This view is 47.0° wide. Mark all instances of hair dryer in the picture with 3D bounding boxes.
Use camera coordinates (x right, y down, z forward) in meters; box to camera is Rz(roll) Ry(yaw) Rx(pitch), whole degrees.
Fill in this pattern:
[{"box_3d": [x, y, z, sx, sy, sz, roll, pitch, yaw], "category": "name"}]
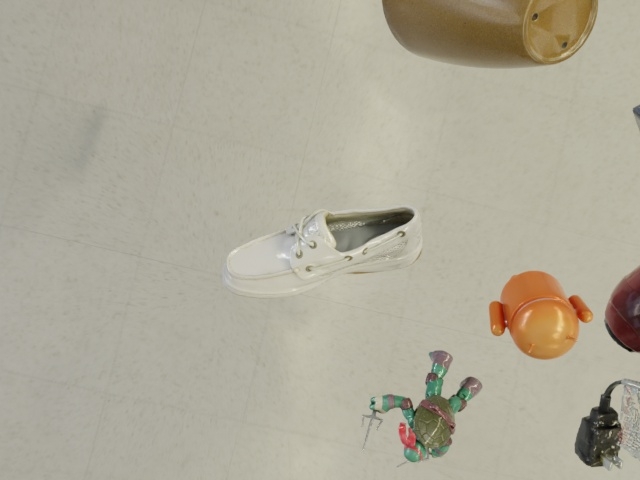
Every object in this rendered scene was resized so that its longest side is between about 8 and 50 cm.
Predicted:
[{"box_3d": [0.349, 0.100, 0.637, 0.080, 0.224, 0.293, 1, 100, -38], "category": "hair dryer"}]

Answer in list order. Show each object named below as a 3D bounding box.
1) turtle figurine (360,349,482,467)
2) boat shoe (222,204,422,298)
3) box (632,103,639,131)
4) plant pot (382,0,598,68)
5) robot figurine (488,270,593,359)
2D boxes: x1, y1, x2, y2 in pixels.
[{"box_3d": [0.185, 0.311, 1.276, 0.175, 0.118, 0.234, 53, 57, -17], "category": "turtle figurine"}, {"box_3d": [0.000, 0.000, 0.979, 0.277, 0.096, 0.098, -14, 53, -6], "category": "boat shoe"}, {"box_3d": [0.739, -0.198, 1.438, 0.183, 0.059, 0.232, -28, 117, 13], "category": "box"}, {"box_3d": [0.247, -0.335, 1.013, 0.237, 0.254, 0.237, -12, 122, -21], "category": "plant pot"}, {"box_3d": [0.412, 0.142, 1.398, 0.158, 0.219, 0.128, 25, 114, -10], "category": "robot figurine"}]
